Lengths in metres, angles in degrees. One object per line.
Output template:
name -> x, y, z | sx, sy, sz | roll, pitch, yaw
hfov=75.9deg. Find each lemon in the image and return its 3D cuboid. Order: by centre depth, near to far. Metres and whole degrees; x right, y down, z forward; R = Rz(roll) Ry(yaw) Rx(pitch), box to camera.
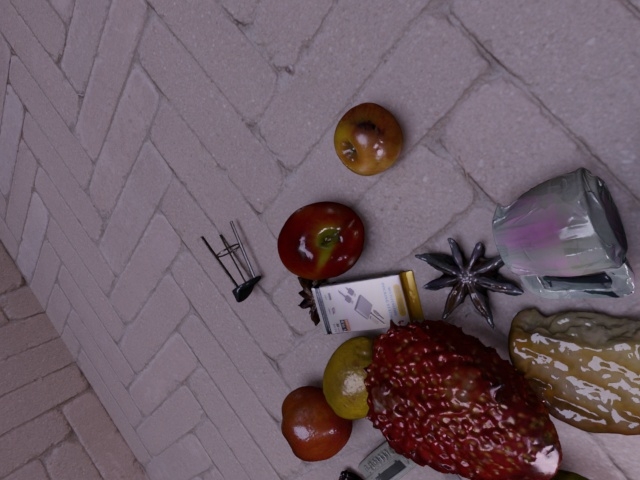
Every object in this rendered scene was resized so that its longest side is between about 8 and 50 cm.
lemon -> 0.091, 0.331, 0.992 | 0.170, 0.170, 0.207 | 38, 120, 19

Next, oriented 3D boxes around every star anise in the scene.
star anise -> 0.295, 0.082, 0.824 | 0.205, 0.061, 0.180 | 0, 93, 30
star anise -> 0.000, 0.149, 1.062 | 0.168, 0.057, 0.167 | 13, 114, 32

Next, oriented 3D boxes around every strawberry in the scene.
strawberry -> 0.250, 0.287, 0.772 | 0.344, 0.292, 0.291 | -10, 100, 55

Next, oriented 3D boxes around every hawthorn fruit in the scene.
hawthorn fruit -> 0.009, 0.481, 1.111 | 0.226, 0.196, 0.196 | -28, 88, 13

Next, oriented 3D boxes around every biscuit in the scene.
biscuit -> 0.480, 0.229, 0.726 | 0.275, 0.091, 0.212 | 5, 106, 32

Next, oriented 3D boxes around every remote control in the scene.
remote control -> 0.188, 0.572, 1.076 | 0.090, 0.049, 0.230 | 43, 125, 16

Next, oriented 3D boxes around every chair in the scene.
chair -> -0.245, 0.062, 1.188 | 0.095, 0.104, 0.221 | -28, 86, 21

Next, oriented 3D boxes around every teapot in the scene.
teapot -> 0.398, -0.004, 0.689 | 0.178, 0.222, 0.163 | -21, 48, 43

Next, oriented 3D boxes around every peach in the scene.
peach -> 0.000, 0.000, 0.969 | 0.190, 0.226, 0.195 | 25, 85, -9

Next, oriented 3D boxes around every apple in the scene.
apple -> 0.094, -0.203, 0.830 | 0.147, 0.147, 0.146 | 12, 112, 32

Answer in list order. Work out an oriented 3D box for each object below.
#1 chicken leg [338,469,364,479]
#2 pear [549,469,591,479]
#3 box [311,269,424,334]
chicken leg -> 0.140, 0.775, 1.180 | 0.106, 0.051, 0.253 | -35, 85, 44
pear -> 0.432, 0.580, 0.780 | 0.253, 0.253, 0.306 | 28, 118, 25
box -> 0.106, 0.148, 0.966 | 0.248, 0.033, 0.129 | -13, 98, 23
